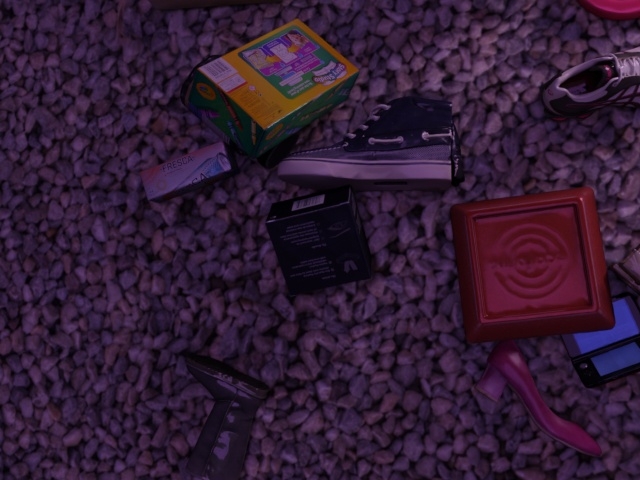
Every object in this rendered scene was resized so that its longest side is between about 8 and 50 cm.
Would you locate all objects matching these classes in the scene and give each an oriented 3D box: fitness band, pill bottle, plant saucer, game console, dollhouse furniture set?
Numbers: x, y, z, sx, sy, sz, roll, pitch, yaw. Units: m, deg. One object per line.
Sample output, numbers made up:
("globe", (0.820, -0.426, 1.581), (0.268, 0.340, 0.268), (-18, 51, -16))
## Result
("fitness band", (0.580, -0.520, 1.403), (0.290, 0.054, 0.209), (-32, 84, 9))
("pill bottle", (-0.150, -0.240, 1.496), (0.219, 0.123, 0.123), (41, 95, 11))
("plant saucer", (0.369, 0.039, 1.392), (0.258, 0.048, 0.259), (-7, 77, 12))
("game console", (0.497, 0.171, 1.359), (0.144, 0.124, 0.085), (-23, 109, 10))
("dollhouse furniture set", (0.591, 0.013, 1.308), (0.101, 0.161, 0.182), (44, 96, 11))

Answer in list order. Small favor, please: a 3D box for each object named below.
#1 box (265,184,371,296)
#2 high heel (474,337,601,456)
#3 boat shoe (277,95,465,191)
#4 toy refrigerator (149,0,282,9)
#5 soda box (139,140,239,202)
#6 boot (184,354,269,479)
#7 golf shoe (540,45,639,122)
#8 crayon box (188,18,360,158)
("box", (0.000, 0.000, 1.435), (0.155, 0.093, 0.158), (-13, 113, 11))
("high heel", (0.398, 0.273, 1.382), (0.244, 0.082, 0.117), (31, 86, 17))
("boat shoe", (0.093, -0.178, 1.454), (0.340, 0.127, 0.158), (2, 80, 4))
("toy refrigerator", (-0.206, -0.522, 1.543), (0.269, 0.094, 0.102), (-1, 80, 11))
("soda box", (-0.256, -0.132, 1.544), (0.183, 0.058, 0.063), (-20, 83, 10))
("boot", (-0.209, 0.343, 1.505), (0.189, 0.076, 0.209), (25, 99, 14))
("golf shoe", (0.520, -0.279, 1.364), (0.272, 0.120, 0.105), (-19, 81, 8))
("crayon box", (-0.078, -0.279, 1.420), (0.165, 0.081, 0.278), (42, 51, 11))
